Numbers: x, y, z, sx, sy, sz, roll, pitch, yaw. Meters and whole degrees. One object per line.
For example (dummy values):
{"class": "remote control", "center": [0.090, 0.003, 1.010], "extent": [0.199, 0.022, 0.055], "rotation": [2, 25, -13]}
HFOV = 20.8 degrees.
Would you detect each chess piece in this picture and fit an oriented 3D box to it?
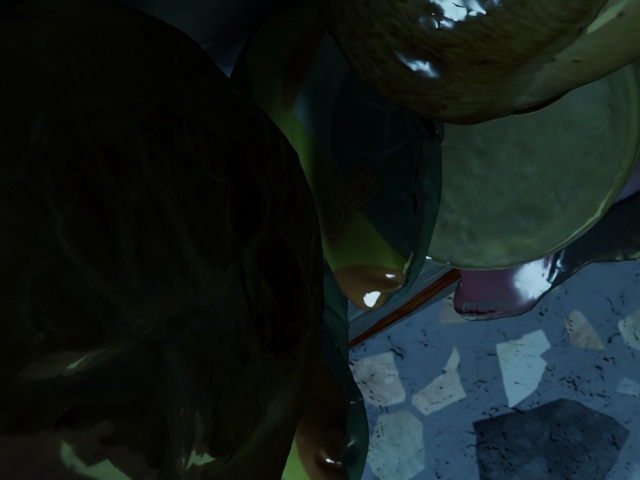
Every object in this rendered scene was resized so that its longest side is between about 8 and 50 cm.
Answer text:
{"class": "chess piece", "center": [0.127, -0.086, 1.010], "extent": [0.167, 0.167, 0.299], "rotation": [-32, 177, 22]}

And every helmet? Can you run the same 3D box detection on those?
{"class": "helmet", "center": [0.207, -0.048, 1.472], "extent": [0.253, 0.154, 0.198], "rotation": [-13, -159, 31]}

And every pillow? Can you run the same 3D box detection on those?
{"class": "pillow", "center": [0.000, 0.000, 0.805], "extent": [0.086, 0.214, 0.233], "rotation": [6, 119, -21]}

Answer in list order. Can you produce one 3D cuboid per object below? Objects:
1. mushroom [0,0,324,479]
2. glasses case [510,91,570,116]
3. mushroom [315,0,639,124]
{"class": "mushroom", "center": [-0.098, 0.030, 0.638], "extent": [0.146, 0.278, 0.278], "rotation": [2, -166, 40]}
{"class": "glasses case", "center": [0.074, -0.103, 0.768], "extent": [0.064, 0.041, 0.170], "rotation": [-29, -156, 2]}
{"class": "mushroom", "center": [0.108, -0.135, 0.576], "extent": [0.253, 0.153, 0.253], "rotation": [-29, 174, -3]}
